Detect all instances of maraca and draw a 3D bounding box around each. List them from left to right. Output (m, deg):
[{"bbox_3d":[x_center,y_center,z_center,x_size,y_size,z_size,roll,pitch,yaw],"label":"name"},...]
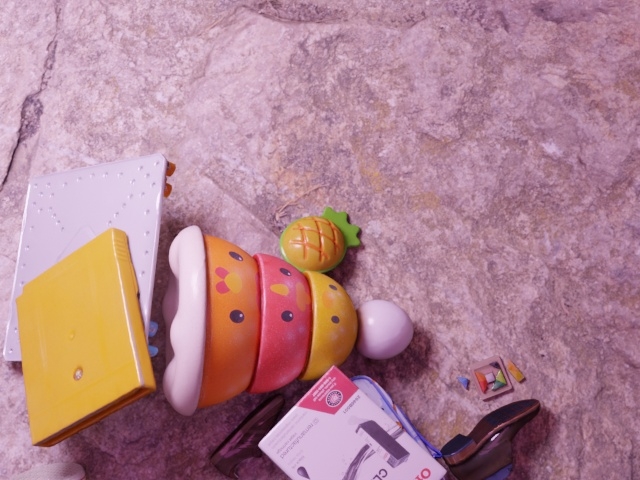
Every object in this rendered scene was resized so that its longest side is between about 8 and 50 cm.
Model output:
[{"bbox_3d":[0.000,0.000,1.752,0.186,0.099,0.127,-32,78,-32],"label":"maraca"}]

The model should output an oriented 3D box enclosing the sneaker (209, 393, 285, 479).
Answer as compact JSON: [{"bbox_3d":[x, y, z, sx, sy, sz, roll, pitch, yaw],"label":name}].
[{"bbox_3d":[-0.128,0.382,1.685,0.188,0.066,0.071,-44,94,-3],"label":"sneaker"}]

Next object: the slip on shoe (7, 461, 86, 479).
[{"bbox_3d":[-0.595,0.531,1.650,0.331,0.123,0.101,-30,108,-10],"label":"slip on shoe"}]

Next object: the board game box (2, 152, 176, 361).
[{"bbox_3d":[-0.453,0.043,1.695,0.390,0.050,0.389,-6,73,33],"label":"board game box"}]

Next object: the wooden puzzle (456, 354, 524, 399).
[{"bbox_3d":[0.335,0.269,1.704,0.116,0.014,0.078,-28,76,-4],"label":"wooden puzzle"}]

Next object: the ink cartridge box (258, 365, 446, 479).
[{"bbox_3d":[0.056,0.389,1.523,0.273,0.114,0.197,42,77,12],"label":"ink cartridge box"}]

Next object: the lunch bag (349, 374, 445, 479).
[{"bbox_3d":[0.089,0.420,1.631,0.243,0.115,0.303,-34,76,-8],"label":"lunch bag"}]

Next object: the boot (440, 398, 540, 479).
[{"bbox_3d":[0.342,0.394,1.655,0.219,0.082,0.106,-29,98,-9],"label":"boot"}]

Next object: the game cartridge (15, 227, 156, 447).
[{"bbox_3d":[-0.440,0.178,1.589,0.285,0.053,0.323,-30,59,24],"label":"game cartridge"}]

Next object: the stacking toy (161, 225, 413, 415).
[{"bbox_3d":[-0.054,0.153,1.649,0.480,0.350,0.350,2,75,-15],"label":"stacking toy"}]
